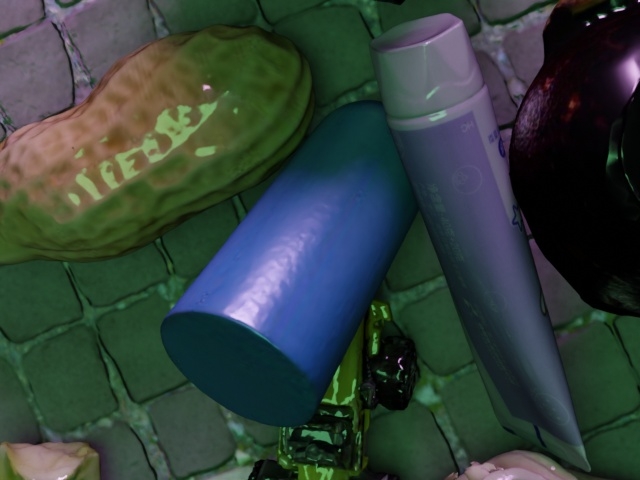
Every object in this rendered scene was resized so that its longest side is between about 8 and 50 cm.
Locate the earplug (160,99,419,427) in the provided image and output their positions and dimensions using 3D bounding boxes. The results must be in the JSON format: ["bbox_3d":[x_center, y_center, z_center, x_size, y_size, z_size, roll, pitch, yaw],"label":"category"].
[{"bbox_3d":[0.000,0.000,1.415,0.132,0.273,0.132,22,146,16],"label":"earplug"}]

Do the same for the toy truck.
[{"bbox_3d":[0.003,0.183,1.502,0.136,0.111,0.286,4,99,12],"label":"toy truck"}]

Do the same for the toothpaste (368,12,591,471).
[{"bbox_3d":[0.123,0.010,1.407,0.080,0.125,0.371,-27,112,-22],"label":"toothpaste"}]

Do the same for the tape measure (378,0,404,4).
[{"bbox_3d":[-0.015,-0.305,1.360,0.262,0.259,0.138,36,103,8],"label":"tape measure"}]

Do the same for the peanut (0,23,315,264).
[{"bbox_3d":[-0.155,-0.074,1.481,0.325,0.140,0.153,-23,65,18],"label":"peanut"}]

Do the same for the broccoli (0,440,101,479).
[{"bbox_3d":[-0.220,0.403,1.554,0.353,0.275,0.397,37,83,-14],"label":"broccoli"}]

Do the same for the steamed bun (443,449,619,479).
[{"bbox_3d":[0.183,0.320,1.441,0.280,0.207,0.268,18,101,6],"label":"steamed bun"}]

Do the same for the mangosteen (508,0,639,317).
[{"bbox_3d":[0.270,-0.085,1.339,0.287,0.233,0.288,0,86,-1],"label":"mangosteen"}]
